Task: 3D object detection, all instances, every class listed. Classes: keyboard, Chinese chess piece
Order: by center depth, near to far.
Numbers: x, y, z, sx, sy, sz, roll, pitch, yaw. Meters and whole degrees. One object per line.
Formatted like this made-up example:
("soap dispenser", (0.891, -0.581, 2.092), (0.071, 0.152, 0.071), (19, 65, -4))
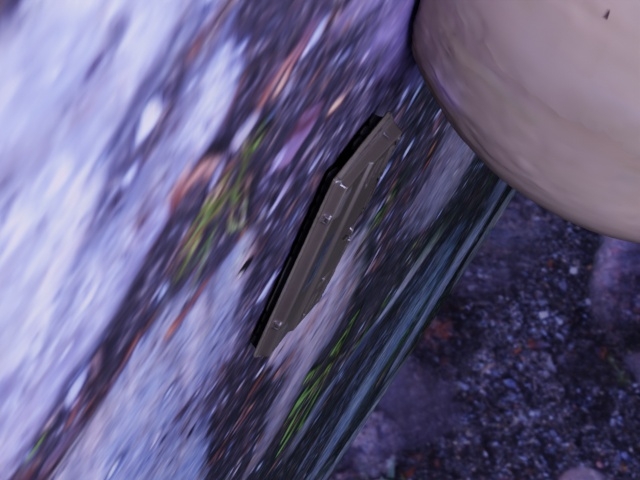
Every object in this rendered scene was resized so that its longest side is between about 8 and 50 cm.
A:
("Chinese chess piece", (0.183, -0.150, 0.744), (0.338, 0.140, 0.338), (-49, 171, -11))
("keyboard", (0.000, 0.000, 0.810), (0.049, 0.015, 0.129), (-46, 168, -38))
